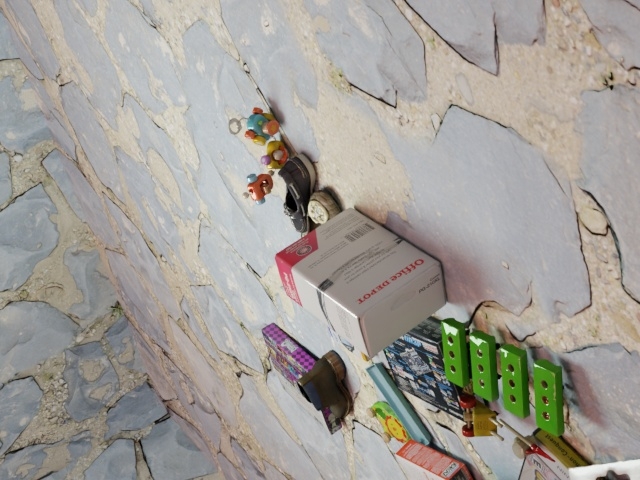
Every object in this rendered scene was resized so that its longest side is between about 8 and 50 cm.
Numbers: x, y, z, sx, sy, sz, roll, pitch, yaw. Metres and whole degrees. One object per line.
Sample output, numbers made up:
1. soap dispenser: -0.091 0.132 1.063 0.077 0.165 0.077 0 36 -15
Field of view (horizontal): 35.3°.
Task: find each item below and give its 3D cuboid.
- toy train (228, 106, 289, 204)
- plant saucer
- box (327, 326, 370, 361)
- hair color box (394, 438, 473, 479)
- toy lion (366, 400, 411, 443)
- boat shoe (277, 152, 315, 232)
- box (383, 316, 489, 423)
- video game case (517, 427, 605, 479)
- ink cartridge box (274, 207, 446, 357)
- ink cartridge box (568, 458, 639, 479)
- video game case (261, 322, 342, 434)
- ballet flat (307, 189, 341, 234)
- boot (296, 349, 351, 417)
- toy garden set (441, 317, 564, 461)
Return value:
1. toy train: -0.102 -0.154 1.806 0.046 0.125 0.166 6 122 40
2. plant saucer: 0.159 0.329 2.026 0.192 0.018 0.067 56 159 6
3. box: 0.055 0.187 2.045 0.136 0.028 0.081 29 145 54
4. hair color box: 0.231 0.461 1.979 0.167 0.053 0.093 16 141 57
5. toy lion: 0.149 0.381 2.105 0.100 0.034 0.096 57 152 3
6. boat shoe: -0.051 -0.077 1.861 0.075 0.065 0.206 46 156 26
7. box: 0.185 0.209 1.759 0.220 0.051 0.175 19 136 58
8. video game case: 0.418 0.449 1.607 0.248 0.035 0.275 44 155 30
9. ink cartridge box: 0.066 0.064 1.656 0.237 0.172 0.100 34 149 45
10. ink cartridge box: 0.453 0.426 1.428 0.181 0.056 0.225 -31 65 57
11. video game case: -0.047 0.333 2.428 0.232 0.041 0.210 35 149 51
12. ballet flat: 0.000 0.000 1.865 0.084 0.058 0.250 46 156 25
13. boot: 0.003 0.345 2.260 0.082 0.106 0.219 40 152 40
14. toy garden set: 0.292 0.242 1.554 0.244 0.049 0.204 23 128 52
